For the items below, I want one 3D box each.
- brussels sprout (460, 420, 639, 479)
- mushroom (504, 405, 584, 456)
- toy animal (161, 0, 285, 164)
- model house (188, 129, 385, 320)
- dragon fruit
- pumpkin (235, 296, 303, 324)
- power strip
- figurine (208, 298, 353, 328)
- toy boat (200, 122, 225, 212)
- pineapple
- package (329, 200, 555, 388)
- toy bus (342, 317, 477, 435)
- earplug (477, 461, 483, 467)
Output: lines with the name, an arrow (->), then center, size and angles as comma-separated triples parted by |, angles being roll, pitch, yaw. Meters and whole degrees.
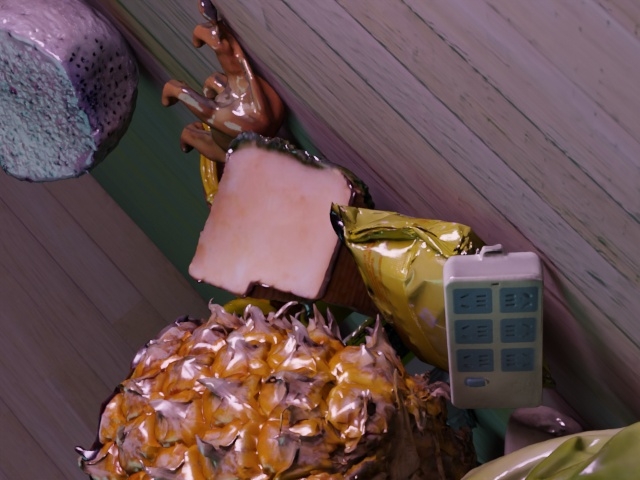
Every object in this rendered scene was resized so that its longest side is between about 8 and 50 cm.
brussels sprout -> 0.235, 0.282, 1.232 | 0.328, 0.328, 0.247 | 35, 154, 57
mushroom -> 0.212, 0.285, 1.585 | 0.260, 0.253, 0.234 | -176, 82, -72
toy animal -> -0.081, -0.125, 1.708 | 0.157, 0.097, 0.312 | 35, 165, 11
model house -> 0.000, 0.000, 1.617 | 0.183, 0.166, 0.172 | 19, 178, 38
dragon fruit -> -0.350, -0.236, 2.191 | 0.221, 0.204, 0.283 | 7, 128, 33
pumpkin -> -0.032, 0.125, 2.429 | 0.169, 0.148, 0.312 | 12, -172, -13
power strip -> 0.147, 0.079, 1.329 | 0.192, 0.081, 0.035 | 83, -173, -46
figurine -> -0.028, 0.199, 1.931 | 0.283, 0.204, 0.338 | 70, -173, -62
toy boat -> -0.056, -0.018, 1.972 | 0.318, 0.099, 0.141 | 47, -148, 11
pineapple -> -0.021, 0.223, 1.455 | 0.300, 0.352, 0.352 | 5, 141, 40
package -> 0.111, 0.052, 1.416 | 0.168, 0.090, 0.226 | 15, 147, 43
toy bus -> 0.118, 0.189, 1.939 | 0.139, 0.113, 0.302 | 46, 172, 27
earplug -> 0.194, 0.353, 2.066 | 0.132, 0.132, 0.273 | 46, 176, 21
